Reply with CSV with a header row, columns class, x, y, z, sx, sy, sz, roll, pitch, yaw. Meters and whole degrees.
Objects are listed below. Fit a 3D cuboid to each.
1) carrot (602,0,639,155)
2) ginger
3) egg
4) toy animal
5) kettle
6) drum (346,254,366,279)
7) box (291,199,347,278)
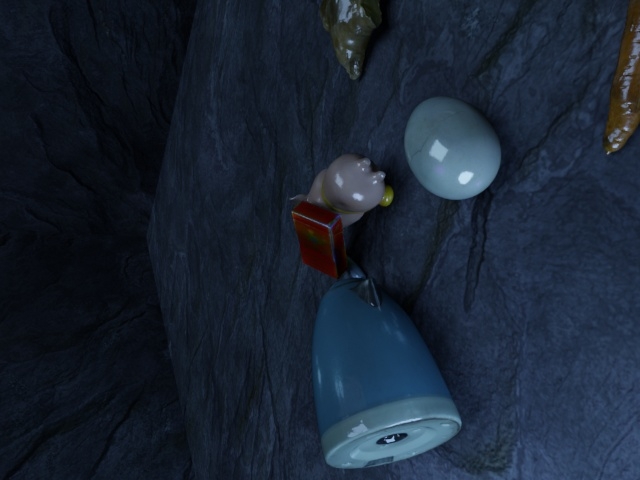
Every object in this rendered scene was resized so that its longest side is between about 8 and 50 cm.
class,x,y,z,sx,sy,sz,roll,pitch,yaw
carrot,0.413,-0.235,0.571,0.059,0.059,0.248,26,111,55
ginger,0.070,-0.541,1.068,0.218,0.123,0.270,33,114,51
egg,0.223,-0.166,0.768,0.151,0.151,0.209,-55,43,39
toy animal,0.062,-0.110,1.004,0.165,0.149,0.248,50,143,1
kettle,0.082,0.253,0.889,0.320,0.247,0.342,111,152,-44
drum,0.040,0.004,1.133,0.253,0.049,0.130,28,111,50
box,0.001,-0.001,1.024,0.112,0.048,0.175,25,143,30
